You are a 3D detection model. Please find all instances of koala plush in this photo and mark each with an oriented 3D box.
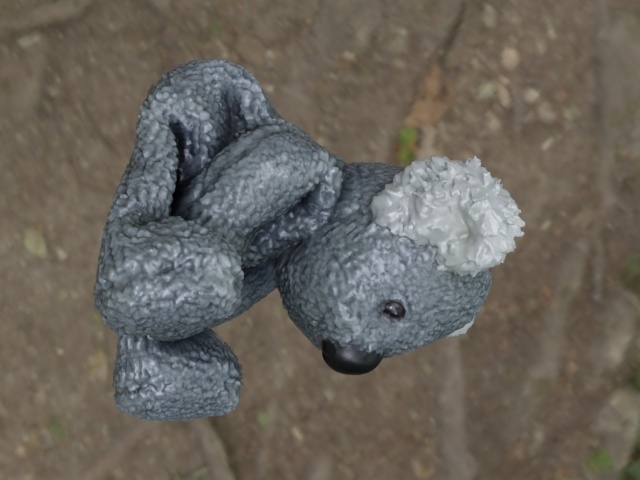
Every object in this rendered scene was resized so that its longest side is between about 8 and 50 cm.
[{"bbox_3d":[0.000,0.000,0.851,0.221,0.203,0.196,9,153,2],"label":"koala plush"}]
